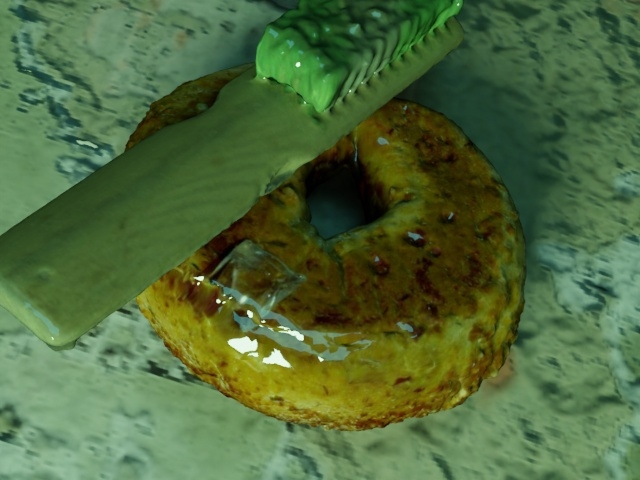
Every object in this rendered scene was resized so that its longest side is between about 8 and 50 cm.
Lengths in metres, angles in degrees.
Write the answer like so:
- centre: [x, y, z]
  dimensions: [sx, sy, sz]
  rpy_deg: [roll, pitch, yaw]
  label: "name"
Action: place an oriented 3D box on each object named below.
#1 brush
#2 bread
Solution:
- centre: [-0.026, -0.051, 0.552]
  dimensions: [0.054, 0.048, 0.282]
  rpy_deg: [34, 48, 17]
  label: "brush"
- centre: [0.000, 0.000, 0.587]
  dimensions: [0.193, 0.064, 0.193]
  rpy_deg: [8, 51, -11]
  label: "bread"
